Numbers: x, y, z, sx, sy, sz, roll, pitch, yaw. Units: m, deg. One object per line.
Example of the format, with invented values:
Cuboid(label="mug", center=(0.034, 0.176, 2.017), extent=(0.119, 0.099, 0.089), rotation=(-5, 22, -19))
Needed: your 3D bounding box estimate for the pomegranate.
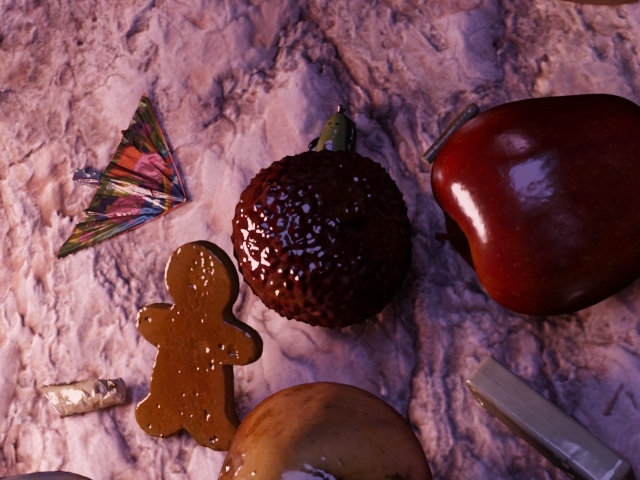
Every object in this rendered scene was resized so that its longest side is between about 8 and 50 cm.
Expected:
Cuboid(label="pomegranate", center=(0.000, 0.332, 1.518), extent=(0.322, 0.322, 0.322), rotation=(-10, 61, 18))

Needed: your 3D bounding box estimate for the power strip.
Cuboid(label="power strip", center=(0.302, 0.252, 1.557), extent=(0.053, 0.093, 0.288), rotation=(-46, 57, -9))

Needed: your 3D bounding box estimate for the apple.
Cuboid(label="apple", center=(0.301, -0.049, 1.613), extent=(0.317, 0.288, 0.288), rotation=(-18, 58, 1))

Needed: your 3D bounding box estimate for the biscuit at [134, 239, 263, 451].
Cuboid(label="biscuit", center=(-0.167, 0.144, 1.748), extent=(0.197, 0.049, 0.301), rotation=(11, 108, 21))

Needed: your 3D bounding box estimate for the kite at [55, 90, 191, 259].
Cuboid(label="kite", center=(-0.303, -0.095, 2.033), extent=(0.234, 0.016, 0.321), rotation=(14, 70, 28))

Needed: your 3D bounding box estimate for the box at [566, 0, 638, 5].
Cuboid(label="box", center=(0.405, -0.516, 1.849), extent=(0.301, 0.216, 0.300), rotation=(-8, 62, 16))

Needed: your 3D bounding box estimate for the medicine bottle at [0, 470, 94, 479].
Cuboid(label="medicine bottle", center=(-0.346, 0.522, 1.594), extent=(0.236, 0.235, 0.406), rotation=(-27, 56, 7))

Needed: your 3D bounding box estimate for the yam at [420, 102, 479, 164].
Cuboid(label="yam", center=(0.191, -0.157, 1.860), extent=(0.116, 0.021, 0.021), rotation=(-47, 57, -7))

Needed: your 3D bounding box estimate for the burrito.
Cuboid(label="burrito", center=(-0.353, 0.230, 1.868), extent=(0.149, 0.041, 0.055), rotation=(-10, 47, 21))

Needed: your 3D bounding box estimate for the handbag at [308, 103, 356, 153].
Cuboid(label="handbag", center=(0.021, -0.149, 1.910), extent=(0.072, 0.047, 0.111), rotation=(3, 67, 22))

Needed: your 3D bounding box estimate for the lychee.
Cuboid(label="lychee", center=(0.000, 0.000, 1.724), extent=(0.261, 0.260, 0.260), rotation=(-10, 61, 18))
